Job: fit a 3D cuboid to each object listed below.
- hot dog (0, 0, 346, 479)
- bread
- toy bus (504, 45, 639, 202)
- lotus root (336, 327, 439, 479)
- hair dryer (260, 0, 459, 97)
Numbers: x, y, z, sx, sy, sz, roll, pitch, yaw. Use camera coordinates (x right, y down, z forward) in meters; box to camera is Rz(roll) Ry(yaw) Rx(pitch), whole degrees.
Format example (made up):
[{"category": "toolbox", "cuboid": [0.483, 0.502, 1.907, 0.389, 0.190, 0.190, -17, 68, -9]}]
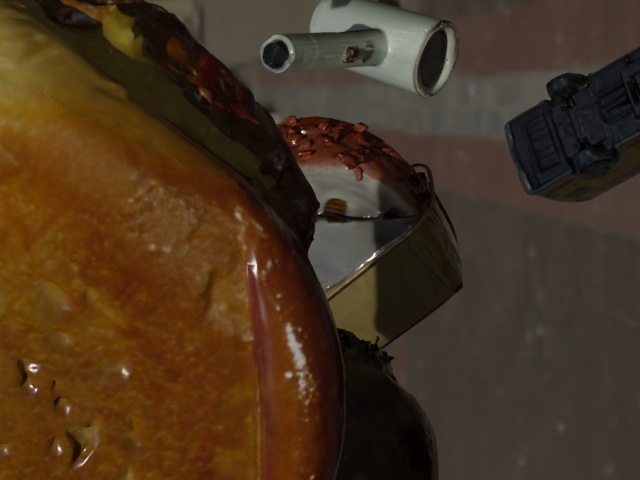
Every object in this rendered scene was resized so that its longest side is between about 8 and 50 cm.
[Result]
[{"category": "hot dog", "cuboid": [-0.107, 0.060, 0.955, 0.185, 0.223, 0.405, -116, 25, -63]}, {"category": "bread", "cuboid": [0.000, 0.000, 1.612, 0.212, 0.224, 0.142, 45, -160, -20]}, {"category": "toy bus", "cuboid": [0.291, -0.122, 1.588, 0.268, 0.106, 0.092, -30, 64, 30]}, {"category": "lotus root", "cuboid": [-0.004, 0.192, 1.289, 0.141, 0.169, 0.314, -29, 42, 54]}, {"category": "hair dryer", "cuboid": [0.011, -0.170, 1.669, 0.236, 0.131, 0.073, -18, -57, -54]}]
